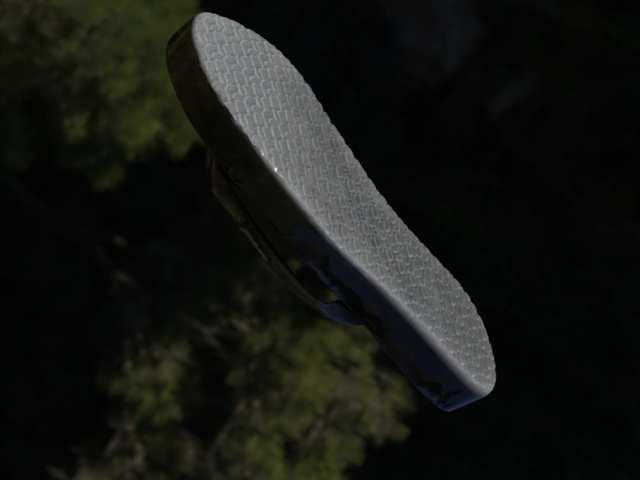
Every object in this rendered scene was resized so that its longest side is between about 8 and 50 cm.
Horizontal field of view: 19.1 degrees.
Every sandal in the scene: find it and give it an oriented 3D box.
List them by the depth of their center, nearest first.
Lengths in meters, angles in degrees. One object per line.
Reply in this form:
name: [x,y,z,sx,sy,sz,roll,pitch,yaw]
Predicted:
sandal: [0.000,0.001,0.909,0.054,0.254,0.097,-26,-146,20]
